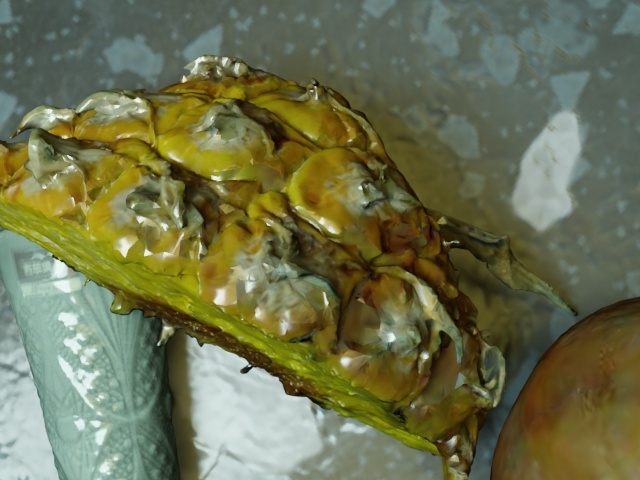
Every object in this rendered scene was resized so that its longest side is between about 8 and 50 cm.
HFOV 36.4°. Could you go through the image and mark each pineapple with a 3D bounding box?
[{"bbox_3d":[0.002,-0.005,0.468,0.334,0.161,0.158,36,70,-9],"label":"pineapple"}]

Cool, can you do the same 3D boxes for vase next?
[{"bbox_3d":[-0.118,0.098,0.544,0.096,0.096,0.219,-11,86,1],"label":"vase"}]

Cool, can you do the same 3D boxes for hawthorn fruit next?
[{"bbox_3d":[0.202,0.110,0.478,0.199,0.251,0.199,16,118,34],"label":"hawthorn fruit"}]
